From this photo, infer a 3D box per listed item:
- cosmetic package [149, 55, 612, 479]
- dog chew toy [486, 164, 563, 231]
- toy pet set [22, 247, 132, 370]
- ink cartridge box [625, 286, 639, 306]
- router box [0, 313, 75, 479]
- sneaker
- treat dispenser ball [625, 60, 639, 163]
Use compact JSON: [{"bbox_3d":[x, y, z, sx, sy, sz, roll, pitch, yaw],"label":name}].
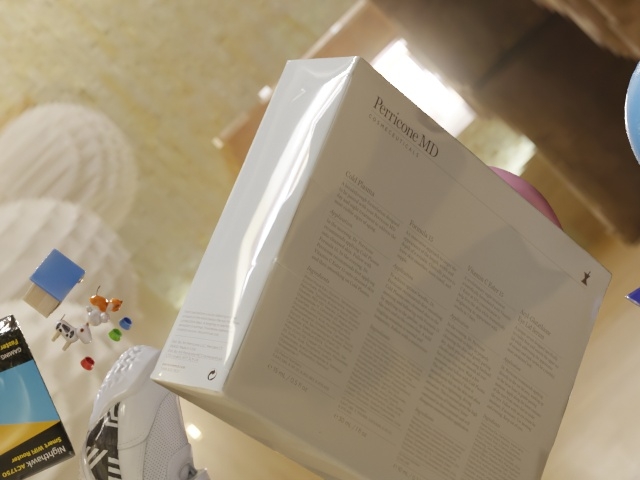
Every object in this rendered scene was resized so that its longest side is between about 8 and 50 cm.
[{"bbox_3d":[0.069,0.067,1.278,0.097,0.284,0.377,7,157,48],"label":"cosmetic package"},{"bbox_3d":[0.096,0.056,1.637,0.206,0.332,0.206,57,165,25],"label":"dog chew toy"},{"bbox_3d":[-0.254,0.062,1.668,0.114,0.065,0.122,38,-154,-2],"label":"toy pet set"},{"bbox_3d":[0.424,-0.032,1.182,0.176,0.371,0.069,35,151,47],"label":"ink cartridge box"},{"bbox_3d":[-0.319,0.160,1.333,0.133,0.179,0.046,70,169,-21],"label":"router box"},{"bbox_3d":[-0.101,0.279,1.408,0.210,0.366,0.137,4,-170,12],"label":"sneaker"},{"bbox_3d":[0.574,-0.182,2.175,0.288,0.288,0.288,45,-174,-6],"label":"treat dispenser ball"}]
